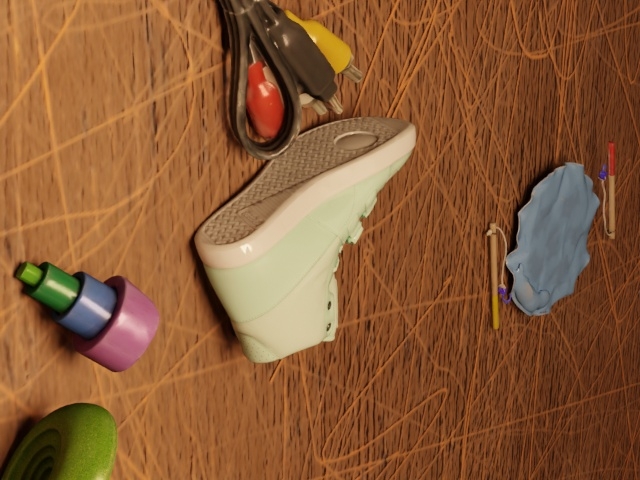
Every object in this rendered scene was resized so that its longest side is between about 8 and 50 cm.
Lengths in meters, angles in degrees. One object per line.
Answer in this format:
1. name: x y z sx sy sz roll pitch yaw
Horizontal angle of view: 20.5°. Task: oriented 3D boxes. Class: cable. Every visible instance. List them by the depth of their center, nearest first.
1. cable: -0.064 -0.179 1.442 0.139 0.072 0.287 -48 130 -15

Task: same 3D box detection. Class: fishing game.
1. fishing game: 0.268 -0.003 2.076 0.264 0.041 0.189 -37 132 -39

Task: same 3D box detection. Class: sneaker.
1. sneaker: -0.001 0.000 1.548 0.256 0.094 0.151 -39 128 -35

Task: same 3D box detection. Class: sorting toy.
1. sorting toy: -0.236 0.171 1.237 0.126 0.127 0.365 33 67 -28
